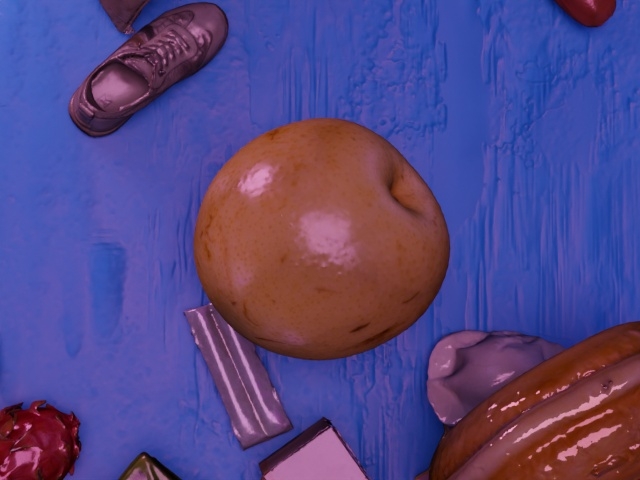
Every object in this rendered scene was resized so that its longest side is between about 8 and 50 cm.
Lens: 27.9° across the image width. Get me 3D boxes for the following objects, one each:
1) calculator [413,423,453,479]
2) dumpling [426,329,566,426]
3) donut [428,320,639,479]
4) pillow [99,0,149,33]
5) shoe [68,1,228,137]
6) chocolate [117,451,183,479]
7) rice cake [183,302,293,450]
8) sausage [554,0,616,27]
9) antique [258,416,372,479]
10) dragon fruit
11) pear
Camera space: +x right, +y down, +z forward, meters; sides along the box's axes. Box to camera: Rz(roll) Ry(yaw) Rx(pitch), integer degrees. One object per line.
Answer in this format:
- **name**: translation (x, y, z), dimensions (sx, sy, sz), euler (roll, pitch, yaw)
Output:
- **calculator**: translation (0.263, 0.357, 1.933), dimensions (0.236, 0.033, 0.157), euler (26, 82, -7)
- **dumpling**: translation (0.259, 0.189, 1.911), dimensions (0.229, 0.124, 0.151), euler (-14, 52, -13)
- **donut**: translation (0.340, 0.272, 1.730), dimensions (0.449, 0.449, 0.198), euler (-28, 67, -8)
- **pillow**: translation (-0.319, -0.459, 1.852), dimensions (0.075, 0.185, 0.302), euler (-33, 90, -44)
- **shoe**: translation (-0.249, -0.256, 1.879), dimensions (0.275, 0.098, 0.103), euler (-43, 95, -8)
- **chocolate**: translation (-0.233, 0.496, 1.811), dimensions (0.289, 0.137, 0.301), euler (40, 84, -3)
- **rice cake**: translation (-0.123, 0.192, 1.891), dimensions (0.085, 0.040, 0.226), euler (-24, 89, -7)
- **sausage**: translation (0.374, -0.407, 1.977), dimensions (0.194, 0.077, 0.077), euler (43, 82, -2)
- **antique**: translation (-0.005, 0.353, 1.840), dimensions (0.148, 0.152, 0.147), euler (-34, 90, -6)
- **dragon fruit**: translation (-0.414, 0.299, 1.803), dimensions (0.136, 0.133, 0.166), euler (52, 47, -7)
- **pear**: translation (0.000, 0.000, 1.776), dimensions (0.348, 0.348, 0.348), euler (0, 86, -7)
